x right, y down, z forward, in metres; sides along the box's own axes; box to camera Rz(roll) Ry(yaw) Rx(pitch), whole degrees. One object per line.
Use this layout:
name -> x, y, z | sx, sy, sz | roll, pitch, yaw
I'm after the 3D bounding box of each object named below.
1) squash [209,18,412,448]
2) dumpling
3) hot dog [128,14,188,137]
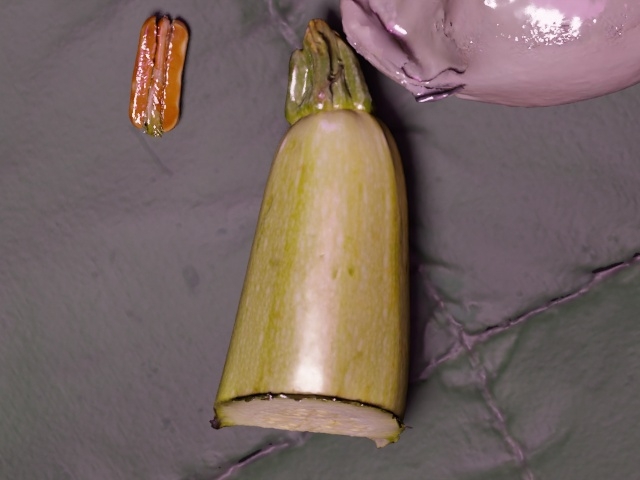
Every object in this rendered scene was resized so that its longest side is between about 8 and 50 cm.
squash -> 0.012, 0.005, 1.026 | 0.137, 0.137, 0.287 | 11, 101, 5
dumpling -> 0.154, -0.183, 0.968 | 0.293, 0.163, 0.204 | -14, 65, 11
hot dog -> -0.110, -0.112, 1.070 | 0.037, 0.021, 0.083 | 9, 101, -15
